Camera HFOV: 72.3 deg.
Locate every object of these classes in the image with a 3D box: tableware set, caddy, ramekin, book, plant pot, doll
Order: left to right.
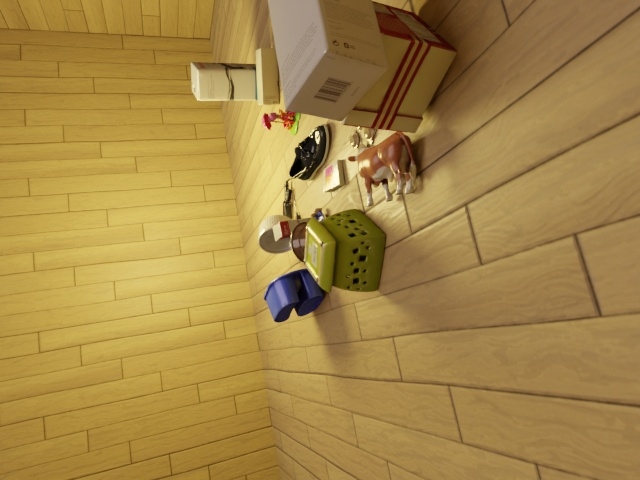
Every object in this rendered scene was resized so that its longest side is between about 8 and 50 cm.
[{"bbox_3d":[-0.218,-0.037,2.236,0.207,0.207,0.109,106,159,-45],"label":"ramekin"},{"bbox_3d":[-0.129,0.241,2.032,0.179,0.241,0.341,67,154,22],"label":"caddy"},{"bbox_3d":[0.000,0.000,1.697,0.165,0.167,0.166,-9,88,46],"label":"plant pot"},{"bbox_3d":[0.013,-0.037,1.837,0.129,0.046,0.188,-49,57,51],"label":"doll"},{"bbox_3d":[0.049,-0.248,1.701,0.144,0.035,0.096,165,101,-69],"label":"book"},{"bbox_3d":[0.068,0.039,1.494,0.227,0.207,0.228,-129,38,-55],"label":"plant pot"},{"bbox_3d":[0.136,-0.347,1.458,0.141,0.020,0.168,106,151,-42],"label":"tableware set"}]

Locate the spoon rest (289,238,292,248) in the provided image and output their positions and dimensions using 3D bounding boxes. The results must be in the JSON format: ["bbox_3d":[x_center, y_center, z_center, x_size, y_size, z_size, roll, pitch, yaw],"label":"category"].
[{"bbox_3d":[-0.031,0.058,1.903,0.276,0.137,0.084,43,124,38],"label":"spoon rest"}]

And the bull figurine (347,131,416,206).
[{"bbox_3d":[0.178,-0.208,1.281,0.310,0.101,0.188,161,95,-74],"label":"bull figurine"}]

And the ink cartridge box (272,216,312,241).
[{"bbox_3d":[-0.114,-0.052,1.986,0.127,0.175,0.072,154,106,-68],"label":"ink cartridge box"}]

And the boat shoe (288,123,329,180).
[{"bbox_3d":[-0.059,-0.359,1.831,0.340,0.113,0.127,132,129,-63],"label":"boat shoe"}]

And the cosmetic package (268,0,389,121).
[{"bbox_3d":[0.001,-0.475,0.952,0.197,0.155,0.365,-36,57,55],"label":"cosmetic package"}]

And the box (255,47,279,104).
[{"bbox_3d":[-0.275,-0.845,2.275,0.113,0.094,0.275,-143,50,-62],"label":"box"}]

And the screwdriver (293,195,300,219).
[{"bbox_3d":[-0.125,-0.152,2.195,0.024,0.025,0.169,121,137,-58],"label":"screwdriver"}]

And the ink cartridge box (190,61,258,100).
[{"bbox_3d":[-0.498,-0.879,2.422,0.285,0.395,0.166,-129,37,-54],"label":"ink cartridge box"}]

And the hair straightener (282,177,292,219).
[{"bbox_3d":[-0.159,-0.208,2.256,0.089,0.047,0.230,-135,47,-58],"label":"hair straightener"}]

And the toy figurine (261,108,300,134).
[{"bbox_3d":[-0.193,-0.568,2.054,0.173,0.159,0.130,140,120,-65],"label":"toy figurine"}]

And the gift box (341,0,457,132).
[{"bbox_3d":[0.145,-0.431,1.108,0.276,0.255,0.258,-110,33,-41],"label":"gift box"}]
